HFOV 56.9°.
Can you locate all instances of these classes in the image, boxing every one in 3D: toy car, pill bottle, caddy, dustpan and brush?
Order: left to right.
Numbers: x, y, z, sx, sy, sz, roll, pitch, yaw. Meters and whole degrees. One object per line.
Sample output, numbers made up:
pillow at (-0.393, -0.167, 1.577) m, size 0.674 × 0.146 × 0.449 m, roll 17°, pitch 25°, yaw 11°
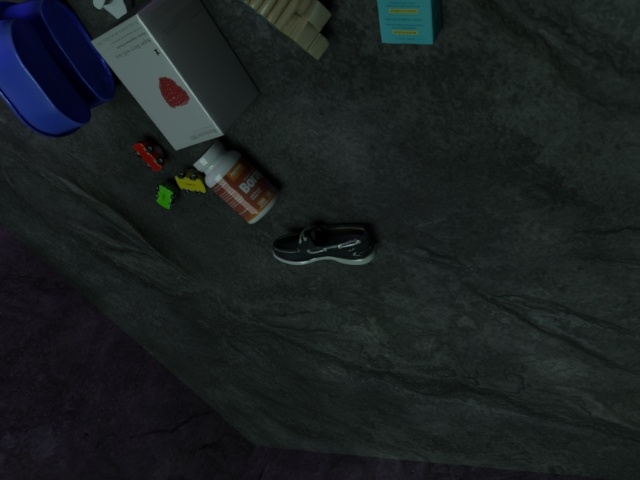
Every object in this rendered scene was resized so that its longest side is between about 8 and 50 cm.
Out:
caddy at (-0.676, -0.420, 1.448) m, size 0.179 × 0.241 × 0.341 m, roll -4°, pitch 131°, yaw 29°
dustpan and brush at (-0.465, -0.561, 1.282) m, size 0.147 × 0.060 × 0.211 m, roll 38°, pitch 143°, yaw -10°
toy car at (-0.438, -0.175, 1.722) m, size 0.239 × 0.053 × 0.225 m, roll 32°, pitch 144°, yaw -1°
pill bottle at (-0.220, -0.155, 1.538) m, size 0.216 × 0.121 × 0.121 m, roll 43°, pitch 142°, yaw -17°

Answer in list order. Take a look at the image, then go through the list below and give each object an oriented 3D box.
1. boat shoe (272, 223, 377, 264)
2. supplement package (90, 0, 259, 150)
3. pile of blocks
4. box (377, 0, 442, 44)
boat shoe at (0.000, 0.000, 1.586) m, size 0.302 × 0.114 × 0.091 m, roll -3°, pitch 134°, yaw 21°
supplement package at (-0.308, -0.376, 1.294) m, size 0.177 × 0.175 × 0.293 m, roll -8°, pitch 129°, yaw 39°
pile of blocks at (-0.118, -0.497, 1.106) m, size 0.362 × 0.149 × 0.113 m, roll 34°, pitch 101°, yaw -20°
box at (0.144, -0.455, 0.988) m, size 0.100 × 0.060 × 0.244 m, roll 10°, pitch 139°, yaw 25°
